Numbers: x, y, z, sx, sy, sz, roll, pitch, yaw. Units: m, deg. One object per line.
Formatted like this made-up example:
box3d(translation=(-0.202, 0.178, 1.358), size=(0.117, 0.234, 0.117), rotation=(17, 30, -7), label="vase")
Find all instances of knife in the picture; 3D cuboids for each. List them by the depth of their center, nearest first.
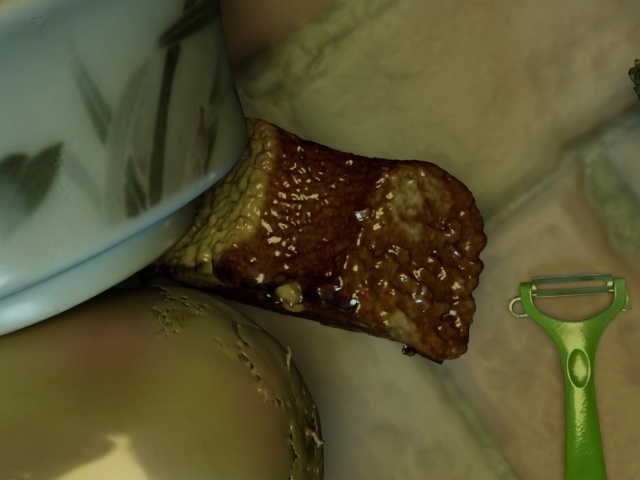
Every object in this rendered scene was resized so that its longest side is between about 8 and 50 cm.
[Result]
box3d(translation=(0.165, 0.106, 0.735), size=(0.078, 0.022, 0.166), rotation=(-4, 87, 14), label="knife")

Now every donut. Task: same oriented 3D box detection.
box3d(translation=(-0.004, 0.000, 0.724), size=(0.186, 0.144, 0.126), rotation=(13, 83, 52), label="donut")

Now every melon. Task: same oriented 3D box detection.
box3d(translation=(-0.146, 0.147, 0.681), size=(0.317, 0.223, 0.223), rotation=(-20, 86, 15), label="melon")

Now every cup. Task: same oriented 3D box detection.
box3d(translation=(-0.181, -0.051, 0.663), size=(0.347, 0.347, 0.163), rotation=(-22, 105, 8), label="cup")

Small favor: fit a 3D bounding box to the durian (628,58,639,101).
box3d(translation=(0.280, -0.128, 0.667), size=(0.196, 0.167, 0.196), rotation=(-2, 108, -7), label="durian")
